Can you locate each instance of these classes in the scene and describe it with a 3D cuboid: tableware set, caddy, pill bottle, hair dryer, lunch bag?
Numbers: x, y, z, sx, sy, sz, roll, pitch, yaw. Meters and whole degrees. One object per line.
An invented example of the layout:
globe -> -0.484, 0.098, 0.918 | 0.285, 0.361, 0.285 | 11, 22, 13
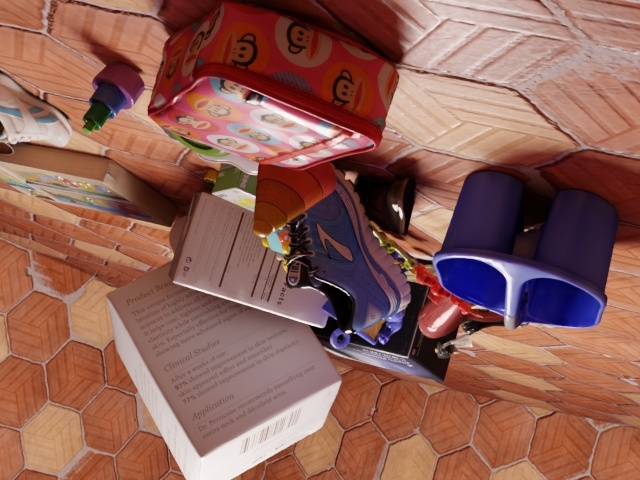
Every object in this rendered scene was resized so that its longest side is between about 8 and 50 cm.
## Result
tableware set -> -0.149, -0.090, 1.853 | 0.154, 0.024, 0.104 | 26, 165, -33
caddy -> 0.290, 0.039, 1.453 | 0.241, 0.179, 0.341 | 13, 167, 15
pill bottle -> -0.259, 0.018, 2.261 | 0.119, 0.119, 0.208 | 15, 168, 12
hair dryer -> 0.309, 0.141, 2.102 | 0.223, 0.080, 0.293 | -25, 153, 6
lunch bag -> -0.046, -0.165, 1.185 | 0.258, 0.120, 0.293 | 18, 170, -23

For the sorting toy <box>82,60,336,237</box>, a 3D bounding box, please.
sorting toy -> -0.165, -0.112, 1.387 | 0.365, 0.126, 0.127 | 27, 154, 3

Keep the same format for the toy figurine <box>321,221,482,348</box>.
toy figurine -> 0.084, 0.104, 1.797 | 0.362, 0.217, 0.191 | 36, -175, -40

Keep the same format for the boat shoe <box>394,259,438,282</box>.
boat shoe -> 0.189, 0.058, 2.017 | 0.056, 0.048, 0.153 | 11, -179, -38

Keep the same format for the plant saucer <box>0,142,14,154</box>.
plant saucer -> -0.688, -0.222, 1.986 | 0.198, 0.036, 0.198 | 17, 169, 4

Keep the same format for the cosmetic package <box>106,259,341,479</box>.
cosmetic package -> -0.207, 0.256, 2.133 | 0.394, 0.329, 0.327 | 57, 160, 19

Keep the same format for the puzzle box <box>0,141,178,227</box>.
puzzle box -> -0.536, -0.128, 2.159 | 0.409, 0.052, 0.272 | 11, 166, 27

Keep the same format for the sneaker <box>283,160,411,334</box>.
sneaker -> 0.000, 0.000, 1.541 | 0.330, 0.147, 0.130 | 57, 159, -9

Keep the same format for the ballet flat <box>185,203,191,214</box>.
ballet flat -> -0.222, -0.049, 2.106 | 0.114, 0.041, 0.041 | 16, 168, 11

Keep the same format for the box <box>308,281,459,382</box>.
box -> 0.132, 0.185, 2.317 | 0.296, 0.183, 0.294 | 12, 168, 26

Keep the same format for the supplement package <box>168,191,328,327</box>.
supplement package -> -0.118, 0.033, 1.921 | 0.293, 0.175, 0.177 | 18, 179, -12

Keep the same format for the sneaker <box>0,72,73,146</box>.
sneaker -> -0.507, -0.200, 1.703 | 0.087, 0.092, 0.228 | 8, 166, 30

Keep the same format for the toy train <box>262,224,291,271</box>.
toy train -> -0.029, 0.018, 1.735 | 0.166, 0.046, 0.125 | 49, 148, -4

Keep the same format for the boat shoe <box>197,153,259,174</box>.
boat shoe -> -0.129, -0.136, 1.592 | 0.125, 0.038, 0.046 | 11, 125, 5

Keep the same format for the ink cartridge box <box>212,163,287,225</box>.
ink cartridge box -> -0.111, -0.091, 1.705 | 0.209, 0.062, 0.109 | 24, 167, -25

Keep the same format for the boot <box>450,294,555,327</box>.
boot -> 0.363, 0.111, 1.908 | 0.165, 0.077, 0.213 | 24, 161, -33

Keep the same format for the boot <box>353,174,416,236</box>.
boot -> 0.086, -0.055, 1.545 | 0.106, 0.082, 0.219 | 13, 169, 7

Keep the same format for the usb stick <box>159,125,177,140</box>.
usb stick -> -0.117, -0.159, 1.450 | 0.278, 0.045, 0.077 | 10, 162, 33
